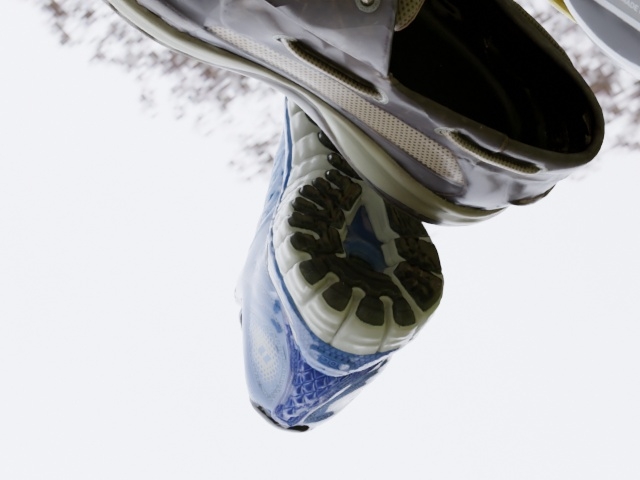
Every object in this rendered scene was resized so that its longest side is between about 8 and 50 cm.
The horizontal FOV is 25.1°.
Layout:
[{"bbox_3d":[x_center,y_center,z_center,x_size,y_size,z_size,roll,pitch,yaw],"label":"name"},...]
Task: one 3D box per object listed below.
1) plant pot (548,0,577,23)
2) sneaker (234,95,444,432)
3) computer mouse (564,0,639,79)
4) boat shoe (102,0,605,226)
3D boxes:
[{"bbox_3d":[0.338,-0.321,1.313,0.254,0.254,0.239,35,-102,-26],"label":"plant pot"},{"bbox_3d":[0.000,0.000,0.927,0.130,0.147,0.330,29,-151,-7],"label":"sneaker"},{"bbox_3d":[0.102,-0.116,0.291,0.106,0.193,0.042,41,-132,21],"label":"computer mouse"},{"bbox_3d":[0.012,-0.137,0.723,0.355,0.130,0.132,33,-118,-30],"label":"boat shoe"}]
